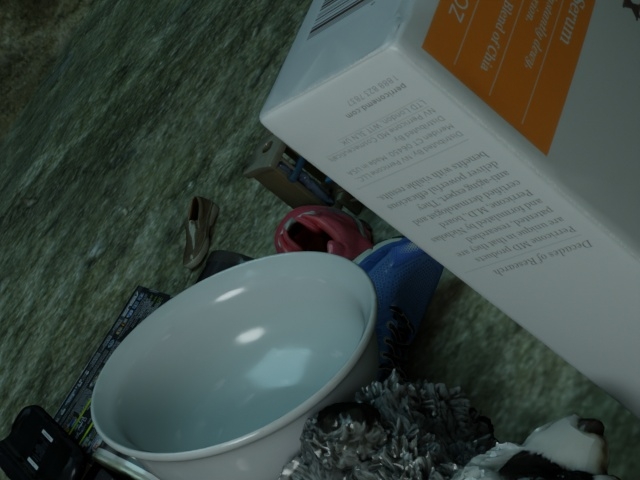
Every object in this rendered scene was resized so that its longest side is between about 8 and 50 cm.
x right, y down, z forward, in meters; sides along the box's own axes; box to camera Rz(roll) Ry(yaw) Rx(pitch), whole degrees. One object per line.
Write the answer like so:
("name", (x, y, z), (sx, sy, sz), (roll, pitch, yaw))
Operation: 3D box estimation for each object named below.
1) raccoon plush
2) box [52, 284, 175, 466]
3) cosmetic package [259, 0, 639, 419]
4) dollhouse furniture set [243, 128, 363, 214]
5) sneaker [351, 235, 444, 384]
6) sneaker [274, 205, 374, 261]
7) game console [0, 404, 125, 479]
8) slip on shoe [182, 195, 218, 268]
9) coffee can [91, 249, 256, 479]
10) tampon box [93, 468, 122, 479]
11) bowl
("raccoon plush", (0.110, 0.327, 1.015), (0.299, 0.216, 0.446), (38, 121, 48))
("box", (-0.277, 0.204, 1.775), (0.216, 0.060, 0.270), (9, 65, 58))
("cosmetic package", (0.198, -0.069, 0.960), (0.161, 0.453, 0.230), (-21, 40, 50))
("dollhouse furniture set", (0.018, -0.121, 1.644), (0.184, 0.129, 0.129), (-14, 46, 51))
("sneaker", (0.061, 0.148, 1.303), (0.147, 0.130, 0.330), (12, 70, 44))
("sneaker", (0.001, 0.000, 1.521), (0.116, 0.136, 0.314), (-51, 28, -1))
("game console", (-0.334, 0.316, 1.628), (0.361, 0.044, 0.213), (27, 81, 50))
("slip on shoe", (-0.200, -0.015, 1.936), (0.051, 0.041, 0.135), (-24, 39, 42))
("coffee can", (-0.107, 0.178, 1.400), (0.201, 0.201, 0.275), (3, 59, 57))
("tampon box", (-0.196, 0.352, 1.371), (0.101, 0.161, 0.120), (-58, 28, -11))
("bowl", (-0.060, 0.149, 1.178), (0.298, 0.134, 0.298), (-20, 29, 12))
